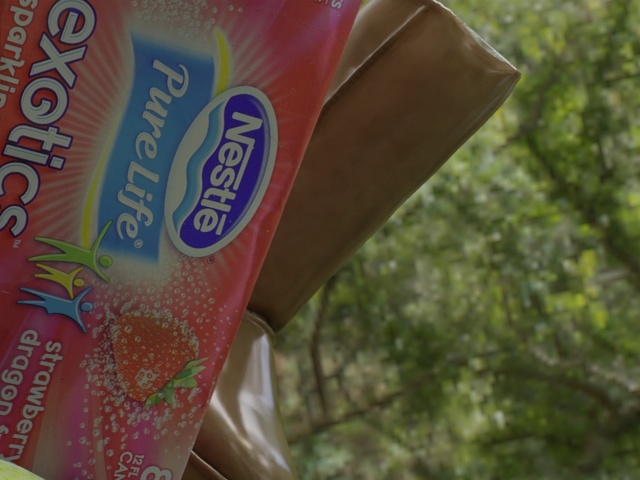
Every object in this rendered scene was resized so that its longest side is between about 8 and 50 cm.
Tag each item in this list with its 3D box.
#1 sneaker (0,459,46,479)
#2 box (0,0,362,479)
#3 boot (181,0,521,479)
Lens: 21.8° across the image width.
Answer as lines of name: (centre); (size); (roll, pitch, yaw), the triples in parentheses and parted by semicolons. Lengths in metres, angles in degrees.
sneaker: (-0.011, 0.169, 0.417); (0.385, 0.147, 0.145); (32, 56, -30)
box: (-0.099, -0.059, 0.698); (0.142, 0.154, 0.299); (37, -71, 56)
boot: (0.000, 0.000, 0.845); (0.089, 0.269, 0.236); (46, -2, -38)
